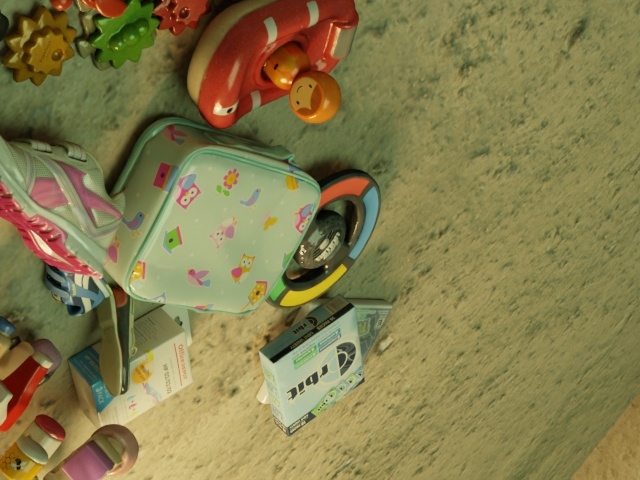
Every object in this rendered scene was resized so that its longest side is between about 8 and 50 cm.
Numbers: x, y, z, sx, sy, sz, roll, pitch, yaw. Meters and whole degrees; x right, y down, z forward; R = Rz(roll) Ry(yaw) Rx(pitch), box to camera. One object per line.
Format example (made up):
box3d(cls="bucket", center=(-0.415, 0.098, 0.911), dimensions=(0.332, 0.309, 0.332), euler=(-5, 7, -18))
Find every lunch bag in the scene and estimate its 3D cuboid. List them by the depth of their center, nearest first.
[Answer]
box3d(cls="lunch bag", center=(-0.134, -0.029, 1.507), dimensions=(0.279, 0.108, 0.224), euler=(13, 106, -54))

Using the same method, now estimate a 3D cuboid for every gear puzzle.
box3d(cls="gear puzzle", center=(-0.186, -0.267, 1.289), dimensions=(0.339, 0.044, 0.175), euler=(-34, 142, -22))

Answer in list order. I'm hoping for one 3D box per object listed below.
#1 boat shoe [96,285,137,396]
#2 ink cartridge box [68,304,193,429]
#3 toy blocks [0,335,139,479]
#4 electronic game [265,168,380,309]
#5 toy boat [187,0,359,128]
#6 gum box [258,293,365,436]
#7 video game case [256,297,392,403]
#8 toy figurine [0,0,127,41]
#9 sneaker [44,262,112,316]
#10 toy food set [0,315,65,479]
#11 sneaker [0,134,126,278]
box3d(cls="boat shoe", center=(-0.248, 0.124, 1.525), dimensions=(0.043, 0.049, 0.137), euler=(1, 80, -45))
box3d(cls="ink cartridge box", center=(-0.230, 0.162, 1.612), dimensions=(0.181, 0.061, 0.104), euler=(-31, 140, -26))
box3d(cls="toy blocks", center=(-0.353, 0.313, 1.524), dimensions=(0.288, 0.309, 0.260), euler=(-37, 177, 0))
box3d(cls="electronic game", center=(0.000, 0.000, 1.720), dimensions=(0.229, 0.048, 0.229), euler=(-35, 148, -26))
box3d(cls="toy boat", center=(-0.036, -0.194, 1.413), dimensions=(0.231, 0.151, 0.151), euler=(-28, 155, -29))
box3d(cls="gum box", center=(-0.010, 0.191, 1.864), dimensions=(0.157, 0.041, 0.184), euler=(-34, 140, -22))
box3d(cls="video game case", center=(0.009, 0.172, 1.923), dimensions=(0.201, 0.023, 0.183), euler=(4, 118, -50))
box3d(cls="toy figurine", center=(-0.273, -0.294, 1.088), dimensions=(0.209, 0.148, 0.213), euler=(-24, 139, -28))
box3d(cls="sneaker", center=(-0.296, 0.042, 1.440), dimensions=(0.059, 0.053, 0.144), euler=(-41, 143, -10))
box3d(cls="toy food set", center=(-0.344, 0.156, 1.336), dimensions=(0.104, 0.232, 0.111), euler=(-51, 149, -1))
box3d(cls="sneaker", center=(-0.301, -0.066, 1.306), dimensions=(0.252, 0.103, 0.111), euler=(50, 58, -47))
